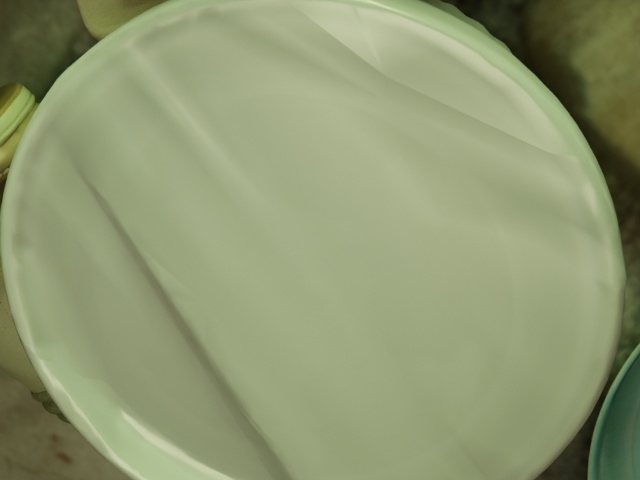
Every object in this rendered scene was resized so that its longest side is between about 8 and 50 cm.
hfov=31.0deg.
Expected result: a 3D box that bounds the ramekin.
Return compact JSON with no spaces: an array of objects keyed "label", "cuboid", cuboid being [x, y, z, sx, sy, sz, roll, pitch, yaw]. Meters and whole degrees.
[{"label":"ramekin","cuboid":[0.000,0.000,0.545,0.272,0.127,0.273,4,115,9]}]

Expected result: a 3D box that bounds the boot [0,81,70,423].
[{"label":"boot","cuboid":[-0.152,0.018,0.632,0.165,0.077,0.213,41,140,-10]}]

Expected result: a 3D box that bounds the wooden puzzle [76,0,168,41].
[{"label":"wooden puzzle","cuboid":[-0.058,-0.232,0.550,0.221,0.044,0.239,-13,111,15]}]

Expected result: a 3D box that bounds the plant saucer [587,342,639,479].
[{"label":"plant saucer","cuboid":[0.312,0.126,0.655,0.317,0.044,0.318,3,115,7]}]
